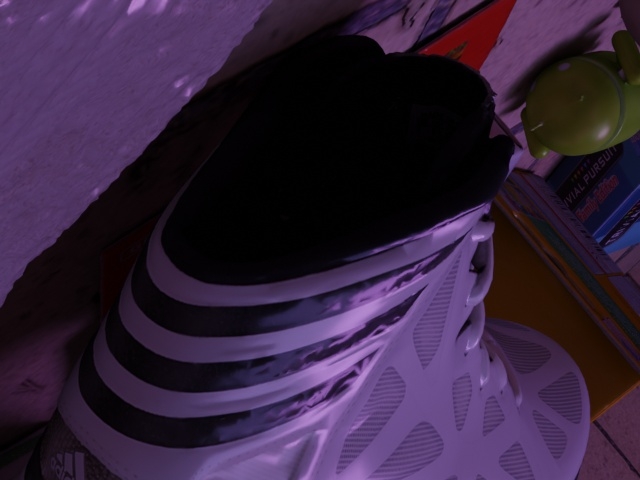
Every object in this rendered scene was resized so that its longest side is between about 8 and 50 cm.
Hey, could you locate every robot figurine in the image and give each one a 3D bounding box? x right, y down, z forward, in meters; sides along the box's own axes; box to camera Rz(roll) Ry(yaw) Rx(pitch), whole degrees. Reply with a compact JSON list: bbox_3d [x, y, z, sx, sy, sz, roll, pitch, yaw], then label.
[{"bbox_3d":[0.183,-0.094,0.967,0.101,0.067,0.115,-37,171,33],"label":"robot figurine"}]

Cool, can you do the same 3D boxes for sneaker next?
[{"bbox_3d":[0.061,0.043,0.696,0.447,0.169,0.257,-6,130,-56],"label":"sneaker"}]

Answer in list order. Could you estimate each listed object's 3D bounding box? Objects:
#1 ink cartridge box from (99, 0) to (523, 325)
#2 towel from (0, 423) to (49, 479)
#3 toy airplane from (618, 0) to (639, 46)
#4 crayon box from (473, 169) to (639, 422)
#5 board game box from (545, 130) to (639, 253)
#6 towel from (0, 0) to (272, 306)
[{"bbox_3d":[0.000,0.000,0.796,0.275,0.060,0.239,-34,168,-20],"label":"ink cartridge box"},{"bbox_3d":[-0.103,0.197,0.690,0.248,0.325,0.038,-25,126,-48],"label":"towel"},{"bbox_3d":[0.281,-0.212,0.337,0.384,0.272,0.386,-31,166,-31],"label":"toy airplane"},{"bbox_3d":[0.176,0.040,1.112,0.083,0.203,0.323,-42,167,14],"label":"crayon box"},{"bbox_3d":[0.390,-0.102,1.353,0.336,0.079,0.254,-18,160,-23],"label":"board game box"},{"bbox_3d":[-0.142,0.000,0.409,0.282,0.049,0.187,-44,168,20],"label":"towel"}]
